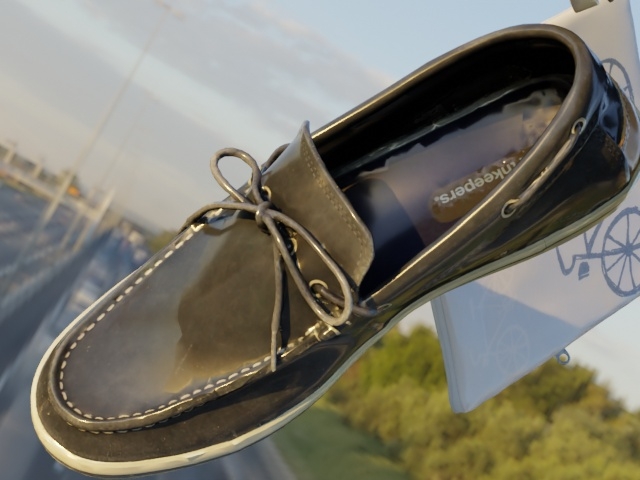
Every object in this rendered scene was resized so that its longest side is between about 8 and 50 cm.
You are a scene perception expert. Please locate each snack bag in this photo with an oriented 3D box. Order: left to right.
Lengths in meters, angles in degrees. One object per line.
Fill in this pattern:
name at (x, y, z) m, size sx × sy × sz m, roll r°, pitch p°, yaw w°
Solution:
snack bag at (0.202, -0.037, 1.318) m, size 0.037 × 0.342 × 0.323 m, roll 11°, pitch -57°, yaw 49°

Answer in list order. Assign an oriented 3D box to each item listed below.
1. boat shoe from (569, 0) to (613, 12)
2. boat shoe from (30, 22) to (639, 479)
boat shoe at (0.186, -0.271, 0.957) m, size 0.091 × 0.109 × 0.305 m, roll -15°, pitch -30°, yaw 12°
boat shoe at (0.000, 0.000, 1.017) m, size 0.186 × 0.500 × 0.156 m, roll 62°, pitch 3°, yaw 33°
